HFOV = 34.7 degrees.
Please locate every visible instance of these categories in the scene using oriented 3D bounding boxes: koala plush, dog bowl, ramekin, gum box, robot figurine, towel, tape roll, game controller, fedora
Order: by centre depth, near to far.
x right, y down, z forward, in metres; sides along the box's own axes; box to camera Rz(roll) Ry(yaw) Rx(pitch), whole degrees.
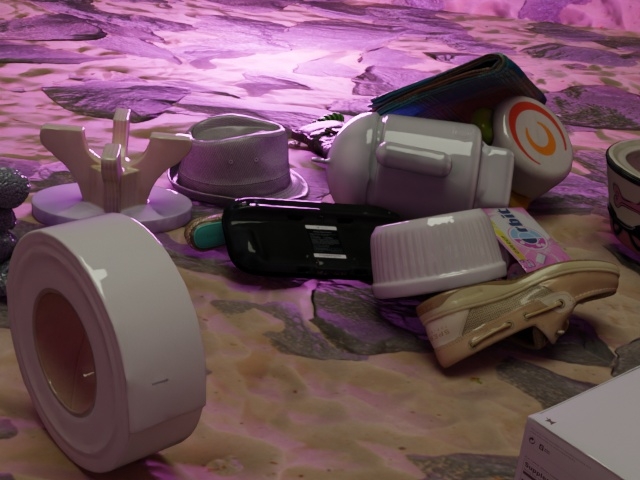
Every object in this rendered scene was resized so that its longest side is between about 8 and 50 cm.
[{"bbox_3d":[-0.249,0.115,1.164,0.100,0.286,0.286,-15,32,-39],"label":"tape roll"},{"bbox_3d":[-0.550,0.006,1.468,0.203,0.196,0.221,7,23,30],"label":"koala plush"},{"bbox_3d":[0.172,0.017,1.557,0.207,0.109,0.207,-10,0,0],"label":"ramekin"},{"bbox_3d":[0.000,0.000,1.676,0.319,0.067,0.166,3,49,-18],"label":"game controller"},{"bbox_3d":[0.329,0.022,1.685,0.107,0.062,0.188,-3,36,-27],"label":"gum box"},{"bbox_3d":[0.163,-0.121,1.836,0.354,0.199,0.300,8,-9,4],"label":"robot figurine"},{"bbox_3d":[0.708,-0.056,1.845,0.408,0.150,0.408,6,23,-2],"label":"dog bowl"},{"bbox_3d":[-0.154,-0.164,1.951,0.276,0.124,0.243,-2,27,-14],"label":"fedora"},{"bbox_3d":[0.279,-0.263,1.992,0.272,0.040,0.370,-19,-13,21],"label":"towel"}]

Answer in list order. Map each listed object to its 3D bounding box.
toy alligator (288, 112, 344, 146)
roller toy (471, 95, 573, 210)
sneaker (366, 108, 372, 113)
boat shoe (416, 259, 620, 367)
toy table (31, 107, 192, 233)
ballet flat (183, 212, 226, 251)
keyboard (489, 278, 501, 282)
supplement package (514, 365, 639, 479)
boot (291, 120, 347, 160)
[{"bbox_3d":[0.002,-0.247,2.241,0.056,0.051,0.190,25,32,36],"label":"toy alligator"},{"bbox_3d":[0.375,-0.165,1.972,0.191,0.146,0.209,-25,81,-41],"label":"roller toy"},{"bbox_3d":[0.239,-0.255,2.256,0.272,0.100,0.108,15,20,18],"label":"sneaker"},{"bbox_3d":[0.302,0.109,1.502,0.341,0.121,0.110,-11,73,-22],"label":"boat shoe"},{"bbox_3d":[-0.358,-0.115,1.771,0.274,0.160,0.252,-2,26,-17],"label":"toy table"},{"bbox_3d":[-0.138,-0.026,1.736,0.206,0.073,0.067,-5,13,-29],"label":"ballet flat"},{"bbox_3d":[0.279,0.046,1.716,0.108,0.023,0.180,24,32,34],"label":"keyboard"},{"bbox_3d":[0.378,0.262,1.137,0.262,0.145,0.204,-15,32,-36],"label":"supplement package"},{"bbox_3d":[0.090,-0.201,2.124,0.263,0.091,0.229,1,22,-17],"label":"boot"}]
